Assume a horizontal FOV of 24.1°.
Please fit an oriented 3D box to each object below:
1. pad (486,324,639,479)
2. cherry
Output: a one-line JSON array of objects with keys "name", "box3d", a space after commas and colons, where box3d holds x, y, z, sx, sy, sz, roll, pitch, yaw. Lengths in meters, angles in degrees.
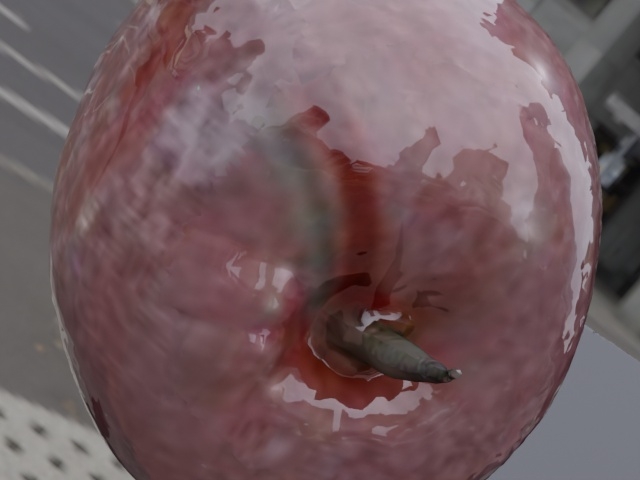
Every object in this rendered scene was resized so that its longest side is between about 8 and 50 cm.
[{"name": "pad", "box3d": [0.225, 0.207, 1.383, 0.202, 0.300, 0.005, 35, -35, 16]}, {"name": "cherry", "box3d": [0.000, 0.000, 0.588, 0.213, 0.236, 0.285, 31, 5, -29]}]
